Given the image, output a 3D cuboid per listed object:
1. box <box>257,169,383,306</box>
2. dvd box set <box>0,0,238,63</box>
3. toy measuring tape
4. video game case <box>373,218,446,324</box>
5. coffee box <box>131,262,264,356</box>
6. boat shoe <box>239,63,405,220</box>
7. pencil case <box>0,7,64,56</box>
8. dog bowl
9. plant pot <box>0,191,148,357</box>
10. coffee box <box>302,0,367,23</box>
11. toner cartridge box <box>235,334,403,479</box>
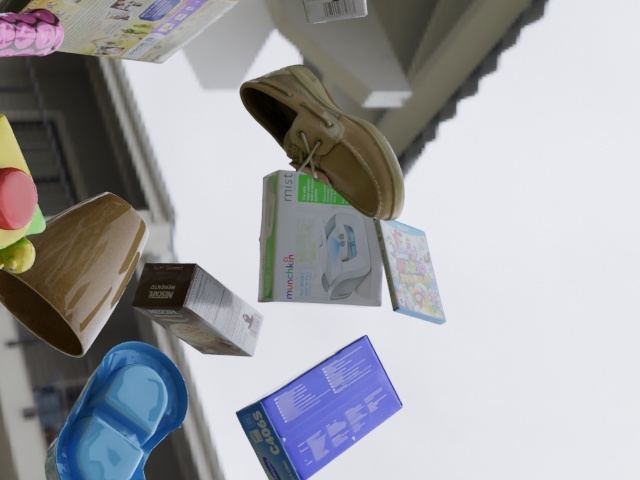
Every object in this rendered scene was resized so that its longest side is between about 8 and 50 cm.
[{"bbox_3d":[0.000,0.000,2.284,0.127,0.231,0.262,168,-74,-71],"label":"box"},{"bbox_3d":[-0.423,-0.471,2.333,0.307,0.420,0.062,-28,-110,45],"label":"dvd box set"},{"bbox_3d":[-0.390,-0.097,1.228,0.121,0.121,0.330,29,-38,53],"label":"toy measuring tape"},{"bbox_3d":[0.141,0.046,1.800,0.015,0.119,0.166,-32,-124,35],"label":"video game case"},{"bbox_3d":[-0.243,0.141,2.294,0.141,0.246,0.098,-2,-119,34],"label":"coffee box"},{"bbox_3d":[-0.002,-0.134,1.660,0.341,0.110,0.121,47,-38,39],"label":"boat shoe"},{"bbox_3d":[-0.549,-0.368,1.997,0.095,0.209,0.098,-36,-97,23],"label":"pencil case"},{"bbox_3d":[-0.319,0.295,1.769,0.074,0.166,0.297,-34,-157,43],"label":"dog bowl"},{"bbox_3d":[-0.435,0.041,2.068,0.237,0.254,0.237,31,-28,19],"label":"plant pot"},{"bbox_3d":[0.005,-0.569,2.076,0.168,0.119,0.297,-89,169,-45],"label":"coffee box"},{"bbox_3d":[0.006,0.315,2.133,0.075,0.348,0.165,-29,-93,39],"label":"toner cartridge box"}]
